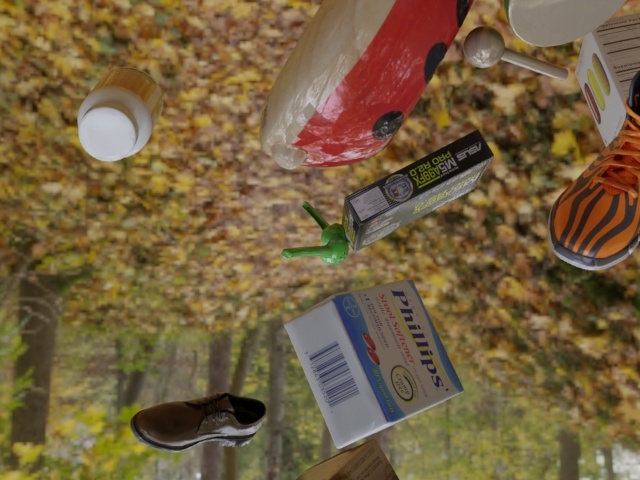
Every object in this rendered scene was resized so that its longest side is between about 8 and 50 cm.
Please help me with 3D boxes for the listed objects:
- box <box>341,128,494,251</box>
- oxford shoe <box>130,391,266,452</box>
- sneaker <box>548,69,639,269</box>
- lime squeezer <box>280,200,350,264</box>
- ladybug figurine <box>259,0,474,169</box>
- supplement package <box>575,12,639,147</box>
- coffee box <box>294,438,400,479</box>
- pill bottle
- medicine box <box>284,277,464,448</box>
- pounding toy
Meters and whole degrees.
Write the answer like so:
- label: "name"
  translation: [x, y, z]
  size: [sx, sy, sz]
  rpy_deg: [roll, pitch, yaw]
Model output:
- label: "box"
  translation: [0.170, -0.086, 1.678]
  size: [0.270, 0.060, 0.216]
  rpy_deg: [-27, 168, -7]
- label: "oxford shoe"
  translation: [-0.184, 0.268, 1.422]
  size: [0.227, 0.083, 0.096]
  rpy_deg: [2, 139, -40]
- label: "sneaker"
  translation: [0.399, -0.114, 1.194]
  size: [0.124, 0.321, 0.180]
  rpy_deg: [26, 144, 21]
- label: "lime squeezer"
  translation: [0.000, 0.000, 1.686]
  size: [0.110, 0.059, 0.310]
  rpy_deg: [8, -161, 3]
- label: "ladybug figurine"
  translation: [0.075, -0.263, 1.178]
  size: [0.162, 0.449, 0.305]
  rpy_deg: [31, 163, -5]
- label: "supplement package"
  translation: [0.541, -0.249, 1.562]
  size: [0.133, 0.244, 0.139]
  rpy_deg: [-11, 149, -1]
- label: "coffee box"
  translation: [0.002, 0.300, 0.842]
  size: [0.098, 0.141, 0.246]
  rpy_deg: [-32, 174, 27]
- label: "pill bottle"
  translation: [-0.324, -0.201, 1.487]
  size: [0.117, 0.118, 0.208]
  rpy_deg: [-1, -156, -1]
- label: "medicine box"
  translation: [0.111, 0.235, 1.835]
  size: [0.149, 0.263, 0.289]
  rpy_deg: [-33, 165, 35]
- label: "pounding toy"
  translation: [0.282, -0.327, 1.154]
  size: [0.183, 0.110, 0.237]
  rpy_deg: [0, 140, -30]
